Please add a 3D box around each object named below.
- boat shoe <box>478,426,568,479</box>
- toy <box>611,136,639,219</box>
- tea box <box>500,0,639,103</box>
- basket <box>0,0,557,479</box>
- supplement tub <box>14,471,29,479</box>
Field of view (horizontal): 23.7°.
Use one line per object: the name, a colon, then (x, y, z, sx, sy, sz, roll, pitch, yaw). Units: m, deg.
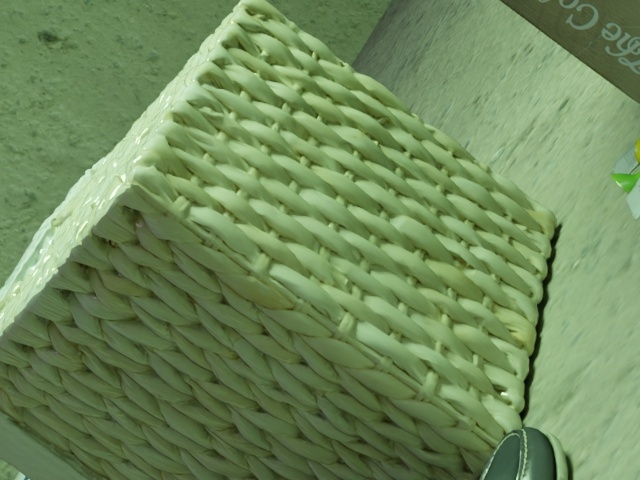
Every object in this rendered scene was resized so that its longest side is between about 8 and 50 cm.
boat shoe: (0.077, 0.173, 0.826, 0.075, 0.065, 0.206, -47, 11, 51)
toy: (0.262, -0.108, 0.869, 0.237, 0.056, 0.137, -50, 5, 15)
tea box: (0.161, -0.280, 1.020, 0.220, 0.329, 0.323, -53, -3, 18)
basket: (-0.040, 0.046, 1.117, 0.266, 0.331, 0.328, -49, 10, 33)
supplement tub: (-0.158, 0.242, 1.382, 0.235, 0.235, 0.325, -54, 8, 18)
